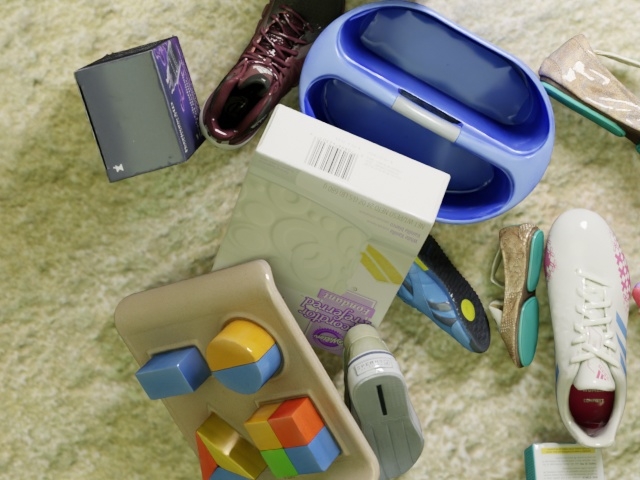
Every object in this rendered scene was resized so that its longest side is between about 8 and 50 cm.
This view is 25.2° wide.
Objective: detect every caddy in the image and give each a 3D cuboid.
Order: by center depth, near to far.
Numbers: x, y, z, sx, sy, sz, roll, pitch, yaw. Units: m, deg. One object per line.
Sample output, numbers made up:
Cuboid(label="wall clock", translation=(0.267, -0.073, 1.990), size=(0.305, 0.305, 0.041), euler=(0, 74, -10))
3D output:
Cuboid(label="caddy", translation=(0.138, -0.170, 1.868), size=(0.341, 0.179, 0.241), euler=(28, 104, -2))

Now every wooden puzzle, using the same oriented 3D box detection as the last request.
Cuboid(label="wooden puzzle", translation=(-0.119, 0.217, 1.953), size=(0.322, 0.080, 0.347), euler=(-15, 106, 43))

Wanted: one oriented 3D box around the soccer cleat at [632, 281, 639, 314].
Cuboid(label="soccer cleat", translation=(0.545, 0.112, 1.966), size=(0.248, 0.083, 0.095), euler=(31, 75, 2))

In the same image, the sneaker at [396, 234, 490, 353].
Cuboid(label="sneaker", translation=(0.157, 0.076, 1.993), size=(0.082, 0.069, 0.209), euler=(-27, 107, 36))

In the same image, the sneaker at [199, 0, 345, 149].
Cuboid(label="sneaker", translation=(-0.055, -0.234, 1.859), size=(0.106, 0.162, 0.281), euler=(33, 92, -6))

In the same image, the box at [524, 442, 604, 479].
Cuboid(label="box", translation=(0.347, 0.406, 1.989), size=(0.101, 0.060, 0.244), euler=(0, 72, -5))

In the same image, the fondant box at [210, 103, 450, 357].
Cuboid(label="fondant box", translation=(0.000, 0.000, 1.881), size=(0.238, 0.096, 0.330), euler=(22, 141, -1))

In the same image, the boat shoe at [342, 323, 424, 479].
Cuboid(label="boat shoe", translation=(0.083, 0.227, 1.975), size=(0.109, 0.094, 0.302), euler=(-9, 141, -3))

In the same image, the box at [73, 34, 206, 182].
Cuboid(label="box", translation=(-0.232, -0.176, 1.881), size=(0.108, 0.207, 0.153), euler=(-15, 103, 6))

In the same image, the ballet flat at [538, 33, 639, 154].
Cuboid(label="ballet flat", translation=(0.437, -0.164, 1.886), size=(0.316, 0.107, 0.106), euler=(35, 91, -5))

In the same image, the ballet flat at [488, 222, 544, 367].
Cuboid(label="ballet flat", translation=(0.269, 0.074, 1.985), size=(0.067, 0.073, 0.206), euler=(11, 104, 30))

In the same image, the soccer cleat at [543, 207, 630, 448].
Cuboid(label="soccer cleat", translation=(0.371, 0.125, 1.940), size=(0.116, 0.143, 0.331), euler=(-5, 103, 6))
